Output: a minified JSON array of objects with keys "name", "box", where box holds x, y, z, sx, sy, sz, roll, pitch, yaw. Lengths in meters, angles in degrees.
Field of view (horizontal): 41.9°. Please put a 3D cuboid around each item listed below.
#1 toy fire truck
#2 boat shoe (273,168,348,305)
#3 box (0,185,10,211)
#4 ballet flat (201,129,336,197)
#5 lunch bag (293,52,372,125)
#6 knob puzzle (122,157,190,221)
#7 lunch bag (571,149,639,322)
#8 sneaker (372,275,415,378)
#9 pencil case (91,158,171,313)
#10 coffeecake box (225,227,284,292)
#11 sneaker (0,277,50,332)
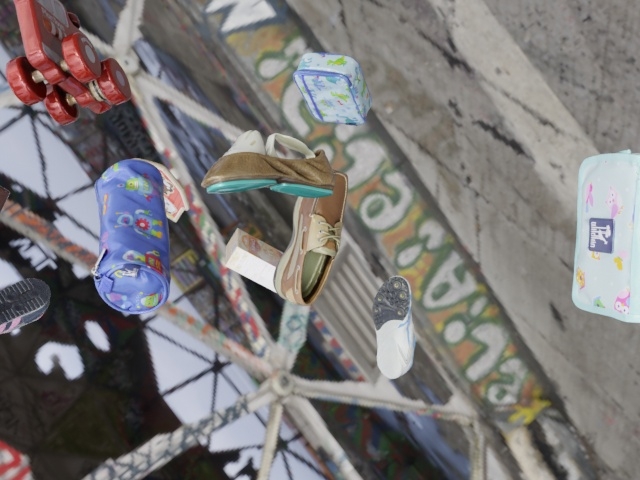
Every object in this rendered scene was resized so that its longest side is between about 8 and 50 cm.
[{"name":"toy fire truck","box":[-0.544,-0.406,1.786,0.302,0.169,0.253,37,-145,-71]},{"name":"boat shoe","box":[0.000,0.000,1.897,0.123,0.323,0.120,10,-167,-35]},{"name":"box","box":[-0.822,-0.137,1.645,0.191,0.143,0.381,16,163,25]},{"name":"ballet flat","box":[-0.100,-0.151,1.644,0.116,0.342,0.124,-12,82,45]},{"name":"lunch bag","box":[0.032,-0.398,2.220,0.176,0.090,0.219,12,155,24]},{"name":"knob puzzle","box":[-0.395,-0.123,1.975,0.213,0.030,0.213,22,148,15]},{"name":"lunch bag","box":[0.431,-0.008,1.139,0.160,0.223,0.262,4,-175,23]},{"name":"sneaker","box":[0.159,0.174,1.740,0.085,0.086,0.237,14,119,27]},{"name":"pencil case","box":[-0.337,-0.012,1.477,0.133,0.119,0.306,17,-142,-28]},{"name":"coffeecake box","box":[-0.159,0.059,2.250,0.186,0.068,0.142,29,-165,-15]},{"name":"sneaker","box":[-0.800,0.198,1.992,0.112,0.319,0.131,60,147,19]}]
